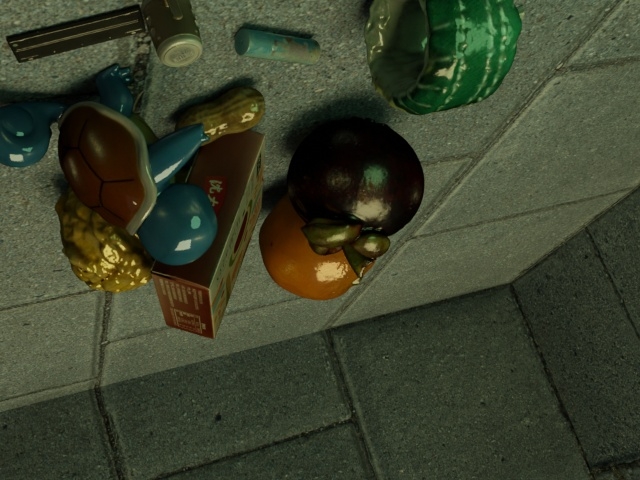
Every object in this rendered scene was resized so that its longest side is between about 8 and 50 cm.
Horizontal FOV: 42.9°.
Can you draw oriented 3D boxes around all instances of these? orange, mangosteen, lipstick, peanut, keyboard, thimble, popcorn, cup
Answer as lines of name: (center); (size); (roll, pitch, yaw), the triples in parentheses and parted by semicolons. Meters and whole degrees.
orange: (0.000, 0.000, 2.065); (0.312, 0.312, 0.312); (-17, 162, -6)
mangosteen: (0.074, -0.095, 1.787); (0.306, 0.347, 0.307); (8, 170, 1)
lipstick: (-0.073, -0.337, 1.422); (0.158, 0.048, 0.048); (-3, 156, -41)
peanut: (-0.193, -0.233, 1.551); (0.192, 0.089, 0.089); (-18, 162, 9)
keyboard: (-0.370, -0.315, 1.247); (0.202, 0.011, 0.067); (-17, 163, -8)
thimble: (0.193, -0.338, 1.357); (0.167, 0.254, 0.288); (-11, 161, -20)
popcorn: (-0.436, -0.015, 1.662); (0.190, 0.250, 0.250); (-30, 163, -8)
cup: (-0.215, -0.327, 1.227); (0.074, 0.099, 0.102); (-5, 157, -39)

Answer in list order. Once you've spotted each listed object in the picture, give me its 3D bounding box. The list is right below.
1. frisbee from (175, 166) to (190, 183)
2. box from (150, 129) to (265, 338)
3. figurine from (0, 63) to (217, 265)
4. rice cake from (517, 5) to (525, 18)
frisbee: (-0.364, -0.102, 1.846); (0.236, 0.017, 0.236); (-18, 161, -6)
box: (-0.229, -0.009, 1.734); (0.122, 0.345, 0.385); (17, 158, 1)
figurine: (-0.342, -0.142, 1.395); (0.416, 0.243, 0.298); (33, 133, -15)
rice cake: (0.346, -0.433, 1.611); (0.121, 0.022, 0.022); (-20, 157, -3)
